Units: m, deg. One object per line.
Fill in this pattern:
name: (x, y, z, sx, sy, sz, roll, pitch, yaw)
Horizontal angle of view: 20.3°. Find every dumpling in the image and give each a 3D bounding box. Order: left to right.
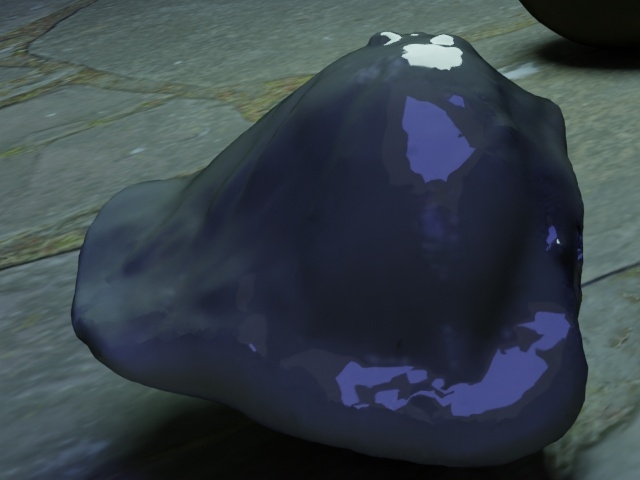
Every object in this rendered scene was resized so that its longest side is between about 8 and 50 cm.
dumpling: (0.000, 0.000, 0.851, 0.243, 0.187, 0.318, -5, 19, -6)

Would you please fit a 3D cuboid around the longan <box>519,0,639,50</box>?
longan: (0.284, -0.273, 1.625, 0.246, 0.215, 0.246, -4, 44, 4)
